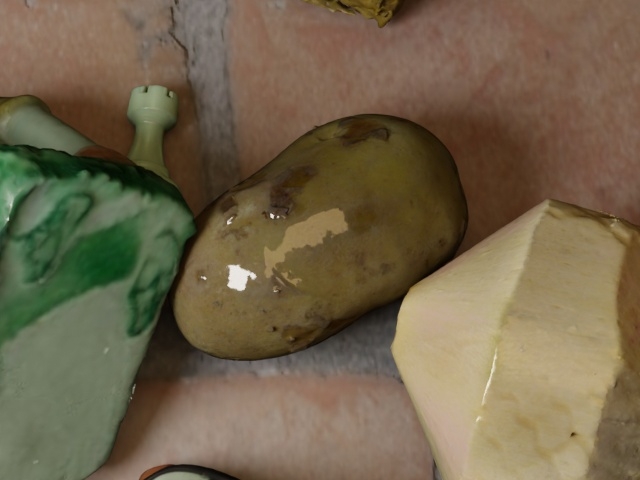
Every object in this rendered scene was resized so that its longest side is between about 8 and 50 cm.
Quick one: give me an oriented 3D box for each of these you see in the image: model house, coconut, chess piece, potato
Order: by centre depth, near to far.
[{"bbox_3d":[0.175,0.098,1.314,0.259,0.259,0.259,1,77,-5],"label":"coconut"},{"bbox_3d":[-0.292,0.004,1.344,0.325,0.194,0.267,33,107,36],"label":"model house"},{"bbox_3d":[0.000,0.000,1.359,0.262,0.165,0.165,-37,83,-18],"label":"potato"},{"bbox_3d":[-0.143,-0.074,1.414,0.067,0.067,0.103,8,69,-3],"label":"chess piece"}]

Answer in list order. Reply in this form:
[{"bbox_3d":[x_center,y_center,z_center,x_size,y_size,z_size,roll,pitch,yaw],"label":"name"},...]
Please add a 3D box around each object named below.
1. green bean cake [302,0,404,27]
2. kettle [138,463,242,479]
[{"bbox_3d":[0.002,-0.293,1.394,0.229,0.224,0.131,28,73,-1],"label":"green bean cake"},{"bbox_3d":[-0.112,0.299,1.291,0.240,0.165,0.255,26,74,30],"label":"kettle"}]
